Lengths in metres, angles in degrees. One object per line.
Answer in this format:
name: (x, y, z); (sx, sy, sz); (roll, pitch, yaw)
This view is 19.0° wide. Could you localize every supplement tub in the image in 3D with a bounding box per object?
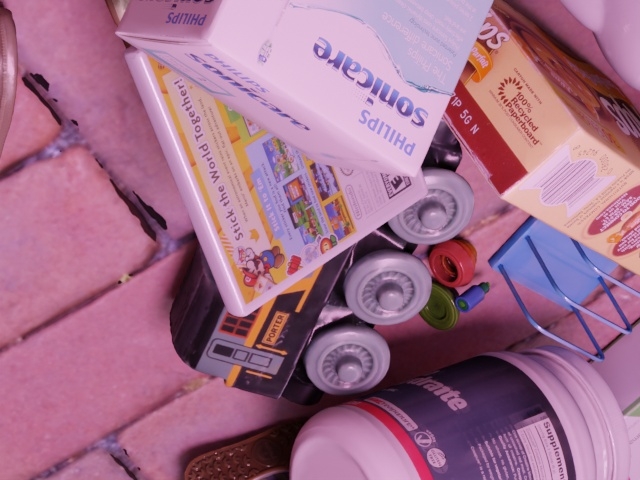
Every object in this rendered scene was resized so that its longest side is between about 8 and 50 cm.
supplement tub: (0.126, 0.211, 1.739); (0.272, 0.191, 0.191); (-16, 134, -33)

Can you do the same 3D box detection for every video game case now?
video game case: (-0.028, -0.088, 1.476); (0.206, 0.026, 0.227); (-33, 115, -30)

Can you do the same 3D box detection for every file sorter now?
file sorter: (0.268, 0.014, 1.789); (0.118, 0.104, 0.170); (27, 115, -34)

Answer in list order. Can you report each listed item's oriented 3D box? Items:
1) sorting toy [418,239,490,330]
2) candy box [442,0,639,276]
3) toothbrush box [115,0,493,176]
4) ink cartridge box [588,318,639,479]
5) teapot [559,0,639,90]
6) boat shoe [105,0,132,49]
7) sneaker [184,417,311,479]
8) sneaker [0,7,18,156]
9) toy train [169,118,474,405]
sorting toy: (0.129, 0.039, 1.801); (0.042, 0.061, 0.102); (-34, 151, -39)
candy box: (0.201, -0.085, 1.571); (0.087, 0.183, 0.316); (-41, 149, 16)
toothbrush box: (0.019, -0.225, 1.397); (0.216, 0.126, 0.295); (30, 78, -36)
ink cartridge box: (0.358, 0.192, 1.976); (0.154, 0.093, 0.212); (-43, 131, 15)
teapot: (0.317, -0.251, 1.548); (0.252, 0.187, 0.256); (-35, 161, 35)
boat shoe: (-0.122, -0.231, 1.435); (0.110, 0.122, 0.341); (-22, 131, -1)
sneaker: (-0.046, 0.231, 1.888); (0.192, 0.064, 0.086); (-13, 148, -18)
sneaker: (-0.286, -0.100, 1.519); (0.071, 0.066, 0.188); (3, 126, -21)
toy train: (0.000, 0.000, 1.666); (0.190, 0.142, 0.334); (15, 121, -19)
